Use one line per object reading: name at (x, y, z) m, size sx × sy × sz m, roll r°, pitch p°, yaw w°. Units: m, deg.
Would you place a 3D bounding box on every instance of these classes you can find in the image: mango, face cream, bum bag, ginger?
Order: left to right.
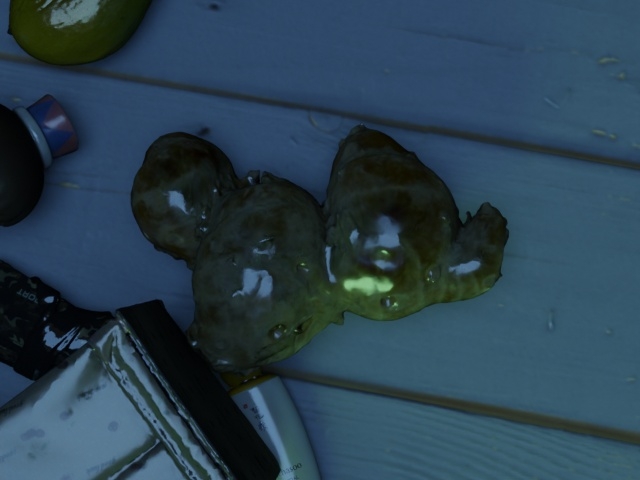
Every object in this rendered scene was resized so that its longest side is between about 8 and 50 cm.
bum bag at (-0.278, 0.100, 1.777) m, size 0.248 × 0.069 × 0.102 m, roll 22°, pitch 106°, yaw 5°
mango at (-0.229, -0.287, 1.774) m, size 0.137 × 0.091 × 0.237 m, roll 30°, pitch 85°, yaw -2°
face cream at (-0.049, 0.206, 1.768) m, size 0.072 × 0.051 × 0.182 m, roll -24°, pitch 86°, yaw 4°
ginger at (0.000, 0.000, 1.711) m, size 0.375 × 0.176 × 0.256 m, roll -5°, pitch 69°, yaw 2°

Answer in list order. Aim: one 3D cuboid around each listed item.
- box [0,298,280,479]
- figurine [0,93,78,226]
box at (-0.176, 0.202, 1.599) m, size 0.190 × 0.297 × 0.225 m, roll -37°, pitch 89°, yaw 2°
figurine at (-0.372, -0.050, 1.752) m, size 0.275 × 0.161 × 0.158 m, roll -39°, pitch 110°, yaw 3°
